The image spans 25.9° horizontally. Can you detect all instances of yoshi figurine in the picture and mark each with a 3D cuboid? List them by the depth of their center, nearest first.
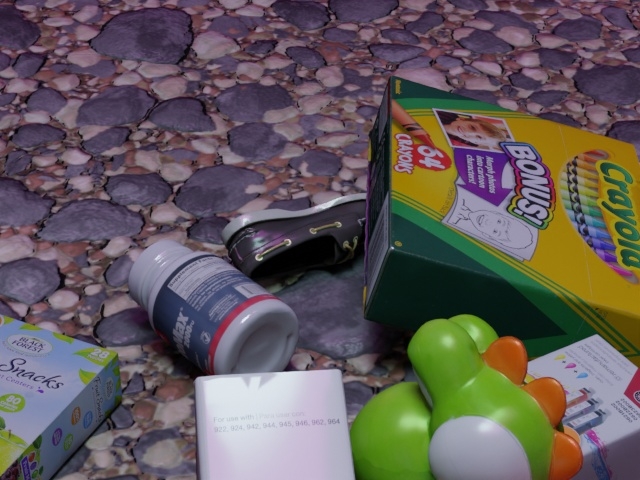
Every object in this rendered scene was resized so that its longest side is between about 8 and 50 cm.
[{"bbox_3d":[0.132,0.244,1.093,0.203,0.203,0.362,-20,75,3],"label":"yoshi figurine"}]

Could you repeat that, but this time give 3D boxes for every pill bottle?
[{"bbox_3d":[-0.118,0.074,1.463,0.108,0.108,0.180,-26,43,-33],"label":"pill bottle"}]

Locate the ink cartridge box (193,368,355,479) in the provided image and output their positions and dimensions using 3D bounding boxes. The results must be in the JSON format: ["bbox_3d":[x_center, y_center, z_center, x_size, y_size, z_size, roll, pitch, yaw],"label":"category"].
[{"bbox_3d":[-0.031,0.256,1.037,0.114,0.198,0.273,-3,63,-7],"label":"ink cartridge box"}]

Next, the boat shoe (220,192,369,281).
[{"bbox_3d":[0.000,0.000,1.604,0.227,0.081,0.069,-11,59,-26],"label":"boat shoe"}]

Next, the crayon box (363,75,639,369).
[{"bbox_3d":[0.212,-0.020,1.550,0.313,0.106,0.363,14,35,-7],"label":"crayon box"}]

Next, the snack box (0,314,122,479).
[{"bbox_3d":[-0.321,0.166,1.358,0.174,0.070,0.207,15,35,20],"label":"snack box"}]

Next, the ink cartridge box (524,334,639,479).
[{"bbox_3d":[0.219,0.193,1.283,0.176,0.127,0.128,-19,40,-25],"label":"ink cartridge box"}]
